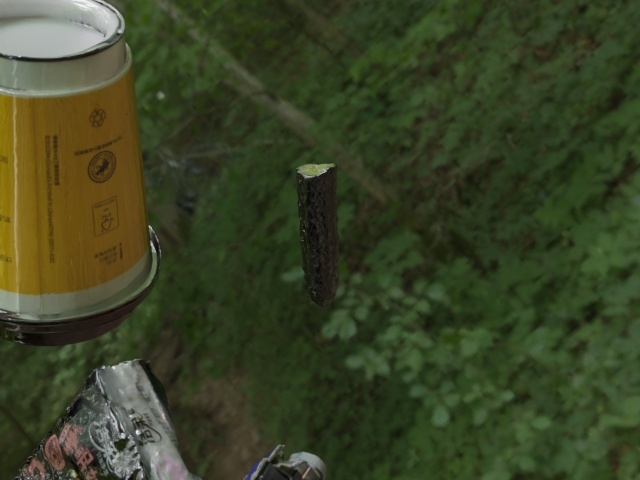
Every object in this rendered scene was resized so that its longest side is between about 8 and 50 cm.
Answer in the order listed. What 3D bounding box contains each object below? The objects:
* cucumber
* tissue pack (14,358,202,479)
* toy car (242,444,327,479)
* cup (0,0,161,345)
[{"bbox_3d":[0.000,0.001,1.629,0.072,0.072,0.300,-34,-48,-40],"label":"cucumber"},{"bbox_3d":[-0.307,0.355,1.388,0.123,0.245,0.332,-8,-33,-47],"label":"tissue pack"},{"bbox_3d":[-0.046,0.454,1.479,0.158,0.235,0.172,-39,10,42],"label":"toy car"},{"bbox_3d":[-0.233,-0.060,0.813,0.196,0.196,0.279,-33,-38,-42],"label":"cup"}]
